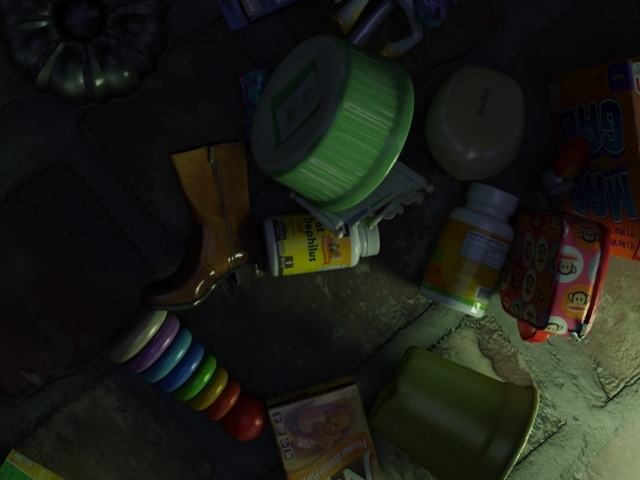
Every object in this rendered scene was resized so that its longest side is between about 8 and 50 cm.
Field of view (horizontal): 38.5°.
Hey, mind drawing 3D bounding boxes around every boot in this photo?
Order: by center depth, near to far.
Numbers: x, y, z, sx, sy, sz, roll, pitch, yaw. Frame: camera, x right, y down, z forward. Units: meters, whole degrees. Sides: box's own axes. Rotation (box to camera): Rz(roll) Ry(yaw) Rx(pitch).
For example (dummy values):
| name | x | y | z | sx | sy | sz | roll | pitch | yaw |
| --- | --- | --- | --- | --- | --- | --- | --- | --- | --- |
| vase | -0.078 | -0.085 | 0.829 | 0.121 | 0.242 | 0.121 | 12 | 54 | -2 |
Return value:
| name | x | y | z | sx | sy | sz | roll | pitch | yaw |
| --- | --- | --- | --- | --- | --- | --- | --- | --- | --- |
| boot | -0.233 | -0.028 | 1.683 | 0.264 | 0.096 | 0.280 | -18 | 116 | -18 |

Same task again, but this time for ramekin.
| name | x | y | z | sx | sy | sz | roll | pitch | yaw |
| --- | --- | --- | --- | --- | --- | --- | --- | --- | --- |
| ramekin | 0.009 | -0.218 | 1.637 | 0.148 | 0.303 | 0.303 | 23 | 91 | -34 |

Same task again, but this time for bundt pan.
| name | x | y | z | sx | sy | sz | roll | pitch | yaw |
| --- | --- | --- | --- | --- | --- | --- | --- | --- | --- |
| bundt pan | -0.433 | -0.403 | 1.668 | 0.331 | 0.124 | 0.330 | -1 | 95 | -9 |

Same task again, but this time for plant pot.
| name | x | y | z | sx | sy | sz | roll | pitch | yaw |
| --- | --- | --- | --- | --- | --- | --- | --- | --- | --- |
| plant pot | 0.241 | 0.341 | 1.774 | 0.254 | 0.276 | 0.276 | 30 | 90 | 2 |

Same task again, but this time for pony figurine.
| name | x | y | z | sx | sy | sz | roll | pitch | yaw |
| --- | --- | --- | --- | --- | --- | --- | --- | --- | --- |
| pony figurine | 0.146 | -0.523 | 1.695 | 0.363 | 0.303 | 0.351 | -38 | 131 | -7 |

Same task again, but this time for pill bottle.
| name | x | y | z | sx | sy | sz | roll | pitch | yaw |
| --- | --- | --- | --- | --- | --- | --- | --- | --- | --- |
| pill bottle | 0.000 | 0.000 | 1.766 | 0.215 | 0.117 | 0.117 | -8 | 96 | -8 |
| pill bottle | 0.298 | 0.015 | 1.800 | 0.136 | 0.136 | 0.245 | 21 | 91 | -9 |

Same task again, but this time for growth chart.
| name | x | y | z | sx | sy | sz | roll | pitch | yaw |
| --- | --- | --- | --- | --- | --- | --- | --- | --- | --- |
| growth chart | 0.083 | -0.090 | 1.748 | 0.237 | 0.021 | 0.172 | -28 | 54 | -21 |

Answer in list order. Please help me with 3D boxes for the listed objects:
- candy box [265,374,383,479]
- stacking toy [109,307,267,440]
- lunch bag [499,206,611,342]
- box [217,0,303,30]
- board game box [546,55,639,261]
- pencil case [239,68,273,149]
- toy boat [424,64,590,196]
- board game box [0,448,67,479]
| name | x | y | z | sx | sy | sz | roll | pitch | yaw |
| --- | --- | --- | --- | --- | --- | --- | --- | --- | --- |
| candy box | 0.020 | 0.447 | 1.819 | 0.183 | 0.087 | 0.316 | -16 | 96 | -6 |
| stacking toy | -0.238 | 0.270 | 1.753 | 0.330 | 0.141 | 0.141 | 44 | 88 | -14 |
| lunch bag | 0.432 | 0.072 | 1.747 | 0.120 | 0.293 | 0.258 | 10 | 97 | -8 |
| box | -0.095 | -0.506 | 1.754 | 0.225 | 0.036 | 0.136 | -25 | 98 | -4 |
| board game box | 0.683 | -0.176 | 1.730 | 0.357 | 0.356 | 0.356 | -10 | 96 | -7 |
| pencil case | -0.122 | -0.249 | 1.754 | 0.070 | 0.064 | 0.151 | -6 | 95 | -30 |
| toy boat | 0.352 | -0.187 | 1.764 | 0.318 | 0.148 | 0.267 | 23 | 58 | 4 |
| board game box | -0.465 | 0.518 | 1.678 | 0.317 | 0.242 | 0.064 | 33 | 87 | -10 |
